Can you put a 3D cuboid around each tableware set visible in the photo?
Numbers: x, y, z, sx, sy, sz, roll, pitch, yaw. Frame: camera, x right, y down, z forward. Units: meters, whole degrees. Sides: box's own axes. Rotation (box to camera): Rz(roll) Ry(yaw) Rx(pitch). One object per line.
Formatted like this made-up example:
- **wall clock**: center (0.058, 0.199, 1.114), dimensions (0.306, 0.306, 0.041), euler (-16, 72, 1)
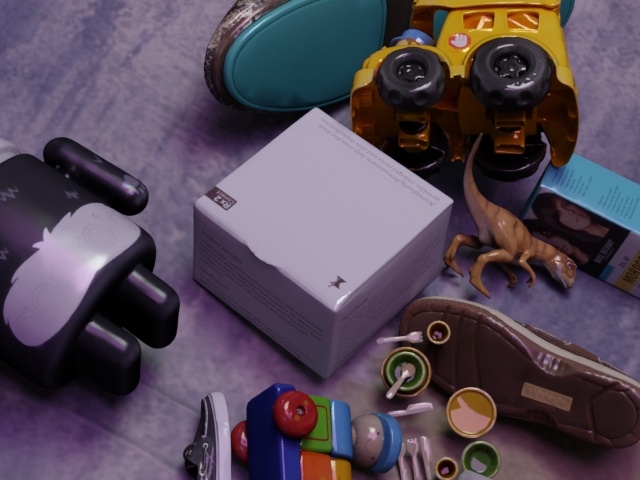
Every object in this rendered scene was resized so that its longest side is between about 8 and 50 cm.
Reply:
- **tableware set**: center (0.113, 0.153, 1.439), dimensions (0.104, 0.024, 0.154), euler (-8, 77, -3)

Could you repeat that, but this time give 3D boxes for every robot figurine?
- **robot figurine**: center (-0.261, 0.024, 1.384), dimensions (0.278, 0.174, 0.209), euler (33, 27, 8)

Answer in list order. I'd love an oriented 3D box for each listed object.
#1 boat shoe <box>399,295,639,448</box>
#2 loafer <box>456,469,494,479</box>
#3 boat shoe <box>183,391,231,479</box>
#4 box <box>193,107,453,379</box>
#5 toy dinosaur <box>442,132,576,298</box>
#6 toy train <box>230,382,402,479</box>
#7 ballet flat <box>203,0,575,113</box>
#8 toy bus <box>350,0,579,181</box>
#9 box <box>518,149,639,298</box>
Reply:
- **boat shoe**: center (0.200, 0.127, 1.489), dimensions (0.257, 0.095, 0.095), euler (27, 14, 17)
- **loafer**: center (0.259, 0.292, 1.372), dimensions (0.319, 0.112, 0.111), euler (19, 64, -1)
- **boat shoe**: center (-0.103, 0.202, 1.380), dimensions (0.040, 0.049, 0.142), euler (3, 60, -11)
- **box**: center (0.000, 0.000, 1.473), dimensions (0.181, 0.119, 0.182), euler (36, 57, 21)
- **toy dinosaur**: center (0.172, -0.011, 1.541), dimensions (0.112, 0.211, 0.064), euler (-49, 33, -1)
- **toy train**: center (0.007, 0.257, 1.353), dimensions (0.143, 0.105, 0.248), euler (10, 62, -28)
- **ballet flat**: center (0.053, -0.253, 1.662), dimensions (0.482, 0.164, 0.182), euler (-17, 42, -29)
- **toy bus**: center (0.143, -0.182, 1.535), dimensions (0.220, 0.149, 0.211), euler (-1, 58, 5)
- **box**: center (0.329, 0.003, 1.578), dimensions (0.244, 0.100, 0.060), euler (26, 57, 4)
